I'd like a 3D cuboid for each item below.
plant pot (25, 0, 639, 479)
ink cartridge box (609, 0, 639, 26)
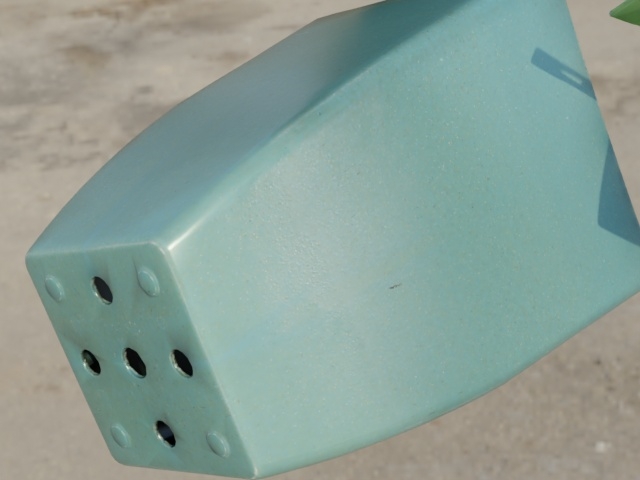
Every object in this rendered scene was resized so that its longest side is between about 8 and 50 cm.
[{"bbox_3d":[0.000,0.000,0.619,0.234,0.165,0.166,-32,17,-38],"label":"plant pot"},{"bbox_3d":[0.218,-0.042,0.497,0.209,0.062,0.109,17,-14,-13],"label":"ink cartridge box"}]
